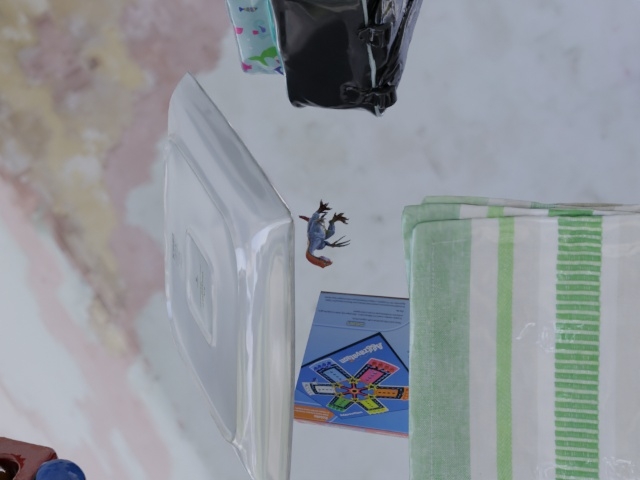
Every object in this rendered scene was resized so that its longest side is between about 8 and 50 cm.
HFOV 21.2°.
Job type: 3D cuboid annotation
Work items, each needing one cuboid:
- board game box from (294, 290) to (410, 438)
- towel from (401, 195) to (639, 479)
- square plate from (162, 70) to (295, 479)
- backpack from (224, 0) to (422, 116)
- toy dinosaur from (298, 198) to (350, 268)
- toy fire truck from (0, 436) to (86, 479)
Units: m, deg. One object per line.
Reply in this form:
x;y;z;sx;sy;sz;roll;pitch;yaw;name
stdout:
0.098;0.132;1.761;0.281;0.027;0.145;4;72;39;board game box
0.227;0.087;1.339;0.325;0.248;0.038;0;9;13;towel
-0.104;0.048;1.769;0.049;0.347;0.344;-9;32;-19;square plate
0.015;-0.271;1.635;0.225;0.191;0.253;77;-151;-57;backpack
0.000;0.000;1.781;0.090;0.047;0.082;-31;23;52;toy dinosaur
-0.347;0.275;1.564;0.254;0.169;0.302;-10;21;24;toy fire truck
